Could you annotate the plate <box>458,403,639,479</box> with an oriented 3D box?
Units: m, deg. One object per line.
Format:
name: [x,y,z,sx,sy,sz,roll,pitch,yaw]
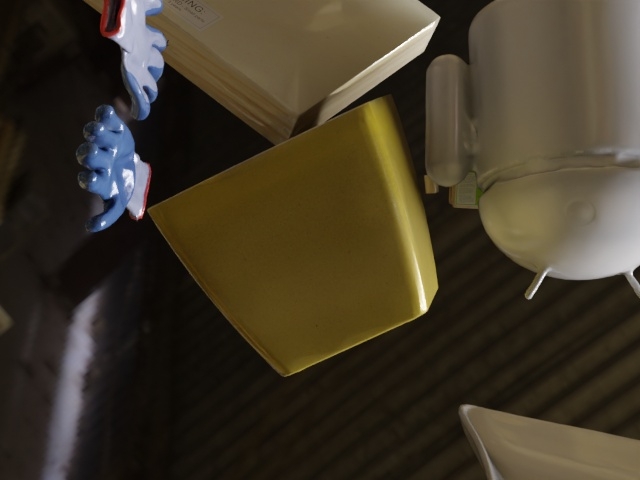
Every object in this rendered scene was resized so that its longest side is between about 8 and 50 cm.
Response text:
plate: [0.221,0.171,0.920,0.277,0.278,0.045,-92,-165,-84]

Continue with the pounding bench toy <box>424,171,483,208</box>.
pounding bench toy: [0.148,-0.062,1.653,0.083,0.052,0.065,2,-175,-1]

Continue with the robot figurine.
robot figurine: [0.249,-0.115,1.533,0.299,0.354,0.200,0,167,-3]

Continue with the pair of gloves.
pair of gloves: [-0.148,-0.098,1.177,0.023,0.159,0.198,7,-101,9]

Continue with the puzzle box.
puzzle box: [-0.110,-0.276,1.600,0.272,0.409,0.052,-38,161,-45]

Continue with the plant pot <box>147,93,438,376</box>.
plant pot: [0.000,0.000,1.424,0.212,0.187,0.212,-26,-177,10]
